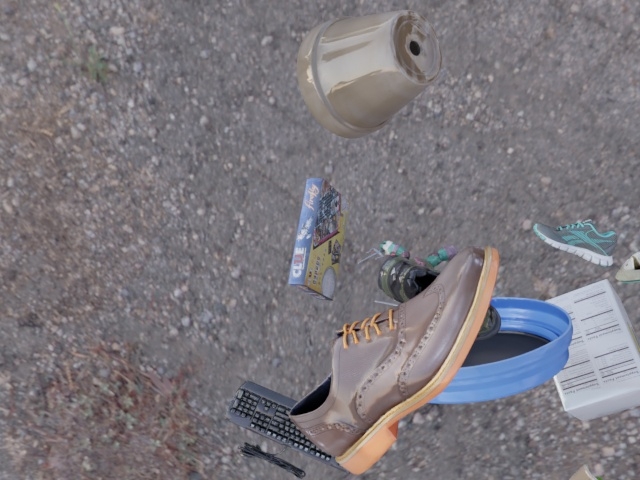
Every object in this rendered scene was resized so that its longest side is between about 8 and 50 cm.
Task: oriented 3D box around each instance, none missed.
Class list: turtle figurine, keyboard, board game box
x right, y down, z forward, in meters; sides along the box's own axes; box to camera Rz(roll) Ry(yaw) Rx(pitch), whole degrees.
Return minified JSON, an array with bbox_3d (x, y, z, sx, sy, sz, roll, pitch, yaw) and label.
[{"bbox_3d":[0.207,0.083,1.594,0.234,0.118,0.175,-10,95,-22],"label":"turtle figurine"},{"bbox_3d":[-0.071,0.456,1.634,0.317,0.033,0.202,24,113,0],"label":"keyboard"},{"bbox_3d":[0.000,0.000,1.629,0.042,0.165,0.243,4,75,25],"label":"board game box"}]

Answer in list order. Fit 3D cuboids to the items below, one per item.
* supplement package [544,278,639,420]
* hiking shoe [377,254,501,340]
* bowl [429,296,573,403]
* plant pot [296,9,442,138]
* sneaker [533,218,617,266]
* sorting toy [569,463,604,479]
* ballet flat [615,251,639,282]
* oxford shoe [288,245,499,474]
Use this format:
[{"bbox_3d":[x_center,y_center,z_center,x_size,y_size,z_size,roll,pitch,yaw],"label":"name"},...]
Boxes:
[{"bbox_3d":[0.659,0.269,1.720,0.198,0.199,0.263,-24,59,22],"label":"supplement package"},{"bbox_3d":[0.194,0.101,1.074,0.226,0.114,0.086,26,89,-22],"label":"hiking shoe"},{"bbox_3d":[0.286,0.205,1.381,0.390,0.391,0.077,-13,100,-7],"label":"bowl"},{"bbox_3d":[0.146,-0.450,1.840,0.323,0.280,0.323,6,80,-38],"label":"plant pot"},{"bbox_3d":[0.504,-0.012,1.407,0.166,0.065,0.076,20,103,2],"label":"sneaker"},{"bbox_3d":[0.665,0.604,1.626,0.038,0.193,0.208,-38,64,-13],"label":"sorting toy"},{"bbox_3d":[0.550,0.038,1.194,0.057,0.168,0.052,-31,95,-17],"label":"ballet flat"},{"bbox_3d":[0.087,0.139,0.897,0.132,0.130,0.364,32,110,-3],"label":"oxford shoe"}]
